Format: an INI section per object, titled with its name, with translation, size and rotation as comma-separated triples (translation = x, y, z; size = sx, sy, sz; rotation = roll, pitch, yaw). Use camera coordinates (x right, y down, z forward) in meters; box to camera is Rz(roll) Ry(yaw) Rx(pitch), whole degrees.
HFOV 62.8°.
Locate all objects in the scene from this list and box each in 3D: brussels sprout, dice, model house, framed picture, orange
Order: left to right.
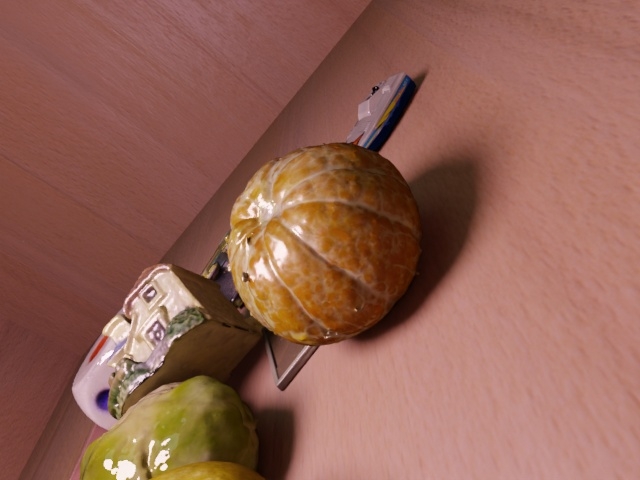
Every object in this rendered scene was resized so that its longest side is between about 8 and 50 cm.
[dice]
translation = -0.454, 0.328, 1.344
size = 0.243, 0.251, 0.259
rotation = -53, 20, -1
[model house]
translation = -0.331, 0.201, 1.086
size = 0.321, 0.261, 0.266
rotation = -48, 59, 3
[brussels sprout]
translation = -0.238, 0.351, 0.834
size = 0.317, 0.243, 0.273
rotation = -16, 40, 56
[framed picture]
translation = -0.002, 0.108, 1.025
size = 0.324, 0.020, 0.240
rotation = -53, 20, 4
[orange]
translation = 0.000, 0.000, 0.827
size = 0.329, 0.249, 0.329
rotation = -25, 54, 40

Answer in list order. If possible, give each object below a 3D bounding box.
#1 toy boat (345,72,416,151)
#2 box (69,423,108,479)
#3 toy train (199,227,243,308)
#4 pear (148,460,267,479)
[toy boat]
translation = 0.118, -0.278, 1.278
size = 0.295, 0.088, 0.129
rotation = -59, 20, -14
[box]
translation = -0.594, 0.605, 1.371
size = 0.215, 0.086, 0.215
rotation = -87, 21, -55
[toy train]
translation = -0.242, 0.081, 1.450
size = 0.260, 0.134, 0.177
rotation = -61, 13, -20
[pear]
translation = -0.137, 0.379, 0.572
size = 0.269, 0.269, 0.321
rotation = -83, 16, -52
